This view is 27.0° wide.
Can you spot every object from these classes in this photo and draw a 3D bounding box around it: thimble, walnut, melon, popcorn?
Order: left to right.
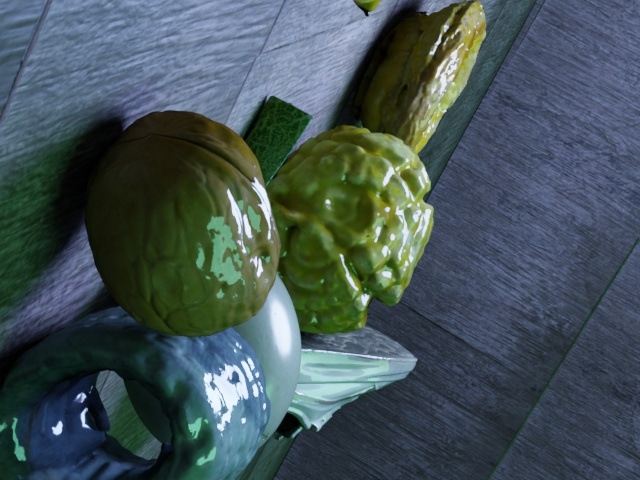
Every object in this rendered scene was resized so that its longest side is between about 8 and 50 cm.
[{"bbox_3d":[-0.180,0.166,1.200,0.172,0.250,0.205,-31,106,-66],"label":"thimble"},{"bbox_3d":[-0.115,-0.010,1.113,0.165,0.165,0.197,-53,151,-32],"label":"walnut"},{"bbox_3d":[-0.095,-0.056,1.528,0.261,0.053,0.114,-58,-170,19],"label":"melon"},{"bbox_3d":[0.020,-0.011,1.680,0.270,0.224,0.258,-60,177,38],"label":"popcorn"}]

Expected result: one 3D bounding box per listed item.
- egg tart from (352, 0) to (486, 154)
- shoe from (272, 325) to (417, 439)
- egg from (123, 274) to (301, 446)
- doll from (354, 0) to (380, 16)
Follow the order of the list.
[{"bbox_3d":[0.132,-0.225,1.907,0.294,0.123,0.294,-60,174,-10],"label":"egg tart"},{"bbox_3d":[-0.013,0.190,1.738,0.316,0.124,0.159,12,105,-41],"label":"shoe"},{"bbox_3d":[-0.114,0.106,1.370,0.186,0.187,0.253,106,-24,-60],"label":"egg"},{"bbox_3d":[0.090,-0.363,1.328,0.117,0.086,0.291,10,113,-48],"label":"doll"}]
